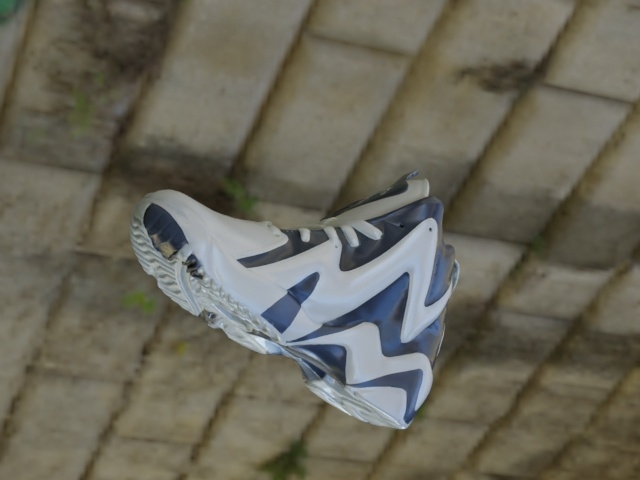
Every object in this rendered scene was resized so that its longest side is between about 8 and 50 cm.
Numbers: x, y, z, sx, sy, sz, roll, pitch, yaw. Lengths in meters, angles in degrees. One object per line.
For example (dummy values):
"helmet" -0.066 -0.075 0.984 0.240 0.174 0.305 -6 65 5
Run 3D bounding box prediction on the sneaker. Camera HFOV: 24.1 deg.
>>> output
"sneaker" 0.000 0.000 0.944 0.094 0.235 0.153 -7 -129 62
